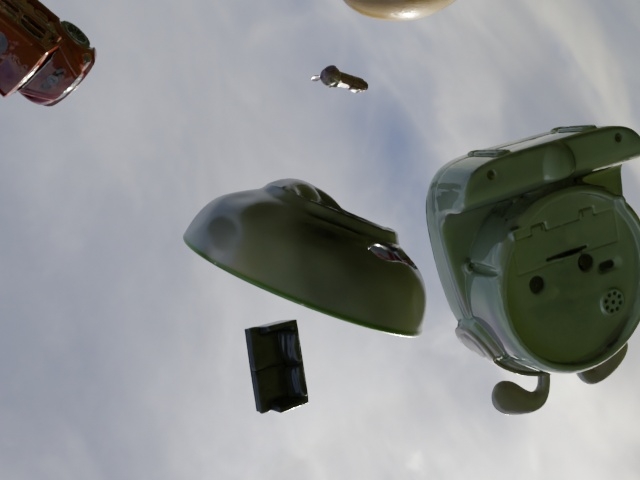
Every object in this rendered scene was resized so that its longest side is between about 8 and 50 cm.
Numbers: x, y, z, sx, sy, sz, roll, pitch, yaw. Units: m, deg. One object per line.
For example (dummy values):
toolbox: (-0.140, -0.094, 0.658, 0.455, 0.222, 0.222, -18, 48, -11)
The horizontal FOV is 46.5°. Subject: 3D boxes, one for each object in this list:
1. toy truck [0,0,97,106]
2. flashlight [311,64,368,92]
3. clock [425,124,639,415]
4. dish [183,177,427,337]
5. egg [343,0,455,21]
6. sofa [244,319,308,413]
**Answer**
toy truck: (-0.396, -0.257, 0.882, 0.253, 0.107, 0.114, 41, -160, -29)
flashlight: (0.038, -0.261, 1.225, 0.110, 0.052, 0.031, 5, -113, -45)
clock: (0.160, 0.023, 0.512, 0.151, 0.062, 0.191, -17, -78, -19)
dish: (0.000, 0.000, 0.942, 0.324, 0.124, 0.324, 22, -176, -2)
egg: (0.056, -0.186, 0.495, 0.080, 0.096, 0.080, -22, -90, -84)
sofa: (-0.070, 0.211, 1.248, 0.085, 0.060, 0.147, -8, -88, -40)
